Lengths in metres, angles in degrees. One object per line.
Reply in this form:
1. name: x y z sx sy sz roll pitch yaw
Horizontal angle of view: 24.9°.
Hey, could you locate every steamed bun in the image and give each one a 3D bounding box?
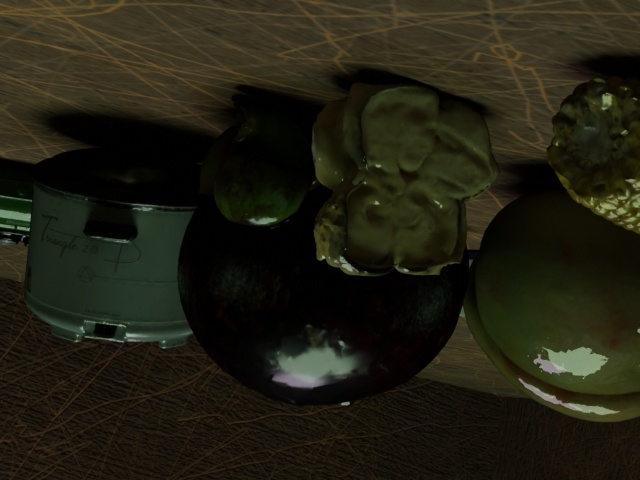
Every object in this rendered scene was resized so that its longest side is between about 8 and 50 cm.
1. steamed bun: 0.072 -0.056 1.353 0.192 0.177 0.106 -1 -175 -29

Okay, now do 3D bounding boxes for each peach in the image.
1. peach: 0.303 0.062 1.601 0.292 0.247 0.292 5 149 3

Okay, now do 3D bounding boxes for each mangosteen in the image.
1. mangosteen: 0.000 0.000 1.514 0.306 0.359 0.306 -6 -159 2

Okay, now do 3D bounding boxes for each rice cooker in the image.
1. rice cooker: -0.226 -0.008 1.704 0.241 0.227 0.280 8 -168 3

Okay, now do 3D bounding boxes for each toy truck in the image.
1. toy truck: -0.445 -0.057 1.991 0.243 0.101 0.125 8 166 -12

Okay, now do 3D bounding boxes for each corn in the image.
1. corn: 0.369 -0.039 1.237 0.387 0.143 0.144 12 170 -28

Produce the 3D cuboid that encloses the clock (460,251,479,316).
1. clock: 0.285 0.076 2.166 0.231 0.083 0.230 7 168 2
